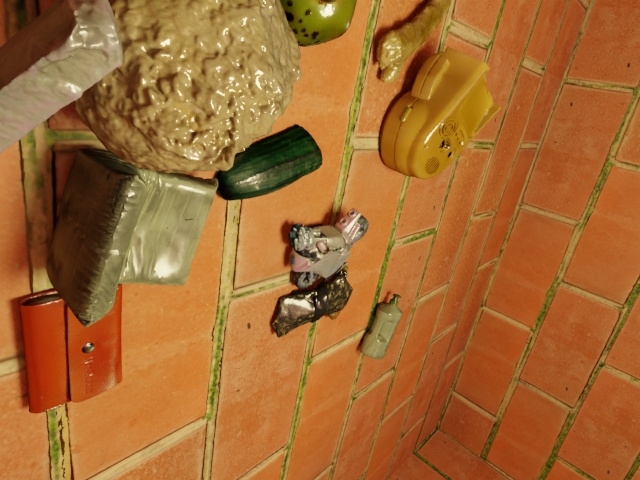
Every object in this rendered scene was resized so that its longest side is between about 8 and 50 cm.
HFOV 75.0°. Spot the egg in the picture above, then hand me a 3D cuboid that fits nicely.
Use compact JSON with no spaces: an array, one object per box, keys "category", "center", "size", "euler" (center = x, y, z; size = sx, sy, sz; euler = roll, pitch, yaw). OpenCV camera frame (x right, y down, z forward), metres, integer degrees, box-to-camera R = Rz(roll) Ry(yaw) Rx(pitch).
[{"category":"egg","center":[-0.160,-0.229,0.513],"size":[0.279,0.279,0.311],"euler":[25,65,-55]}]

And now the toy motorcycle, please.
[{"category":"toy motorcycle","center":[0.004,0.003,1.000],"size":[0.239,0.108,0.204],"euler":[-56,144,-10]}]

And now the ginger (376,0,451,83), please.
[{"category":"ginger","center":[0.230,-0.507,1.001],"size":[0.299,0.065,0.118],"euler":[-50,156,-16]}]

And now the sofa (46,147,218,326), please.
[{"category":"sofa","center":[-0.251,-0.009,0.615],"size":[0.225,0.176,0.210],"euler":[12,101,-53]}]

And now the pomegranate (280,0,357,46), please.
[{"category":"pomegranate","center":[-0.007,-0.395,0.665],"size":[0.159,0.205,0.159],"euler":[-7,112,-18]}]

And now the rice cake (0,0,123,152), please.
[{"category":"rice cake","center":[-0.326,-0.111,0.391],"size":[0.364,0.073,0.056],"euler":[-26,155,15]}]

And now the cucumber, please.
[{"category":"cucumber","center":[-0.096,-0.140,0.830],"size":[0.243,0.063,0.115],"euler":[-34,135,-32]}]

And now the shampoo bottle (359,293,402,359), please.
[{"category":"shampoo bottle","center":[0.227,0.298,1.487],"size":[0.118,0.087,0.234],"euler":[14,100,-55]}]

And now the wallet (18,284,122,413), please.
[{"category":"wallet","center":[-0.388,0.167,0.665],"size":[0.142,0.045,0.205],"euler":[-14,122,-47]}]

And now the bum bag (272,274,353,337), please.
[{"category":"bum bag","center":[-0.018,0.166,1.100],"size":[0.247,0.069,0.102],"euler":[-21,134,-30]}]

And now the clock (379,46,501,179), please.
[{"category":"clock","center":[0.304,-0.317,1.126],"size":[0.317,0.200,0.244],"euler":[-55,142,3]}]

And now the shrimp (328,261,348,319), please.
[{"category":"shrimp","center":[0.053,0.145,1.217],"size":[0.101,0.042,0.191],"euler":[-40,142,-61]}]
